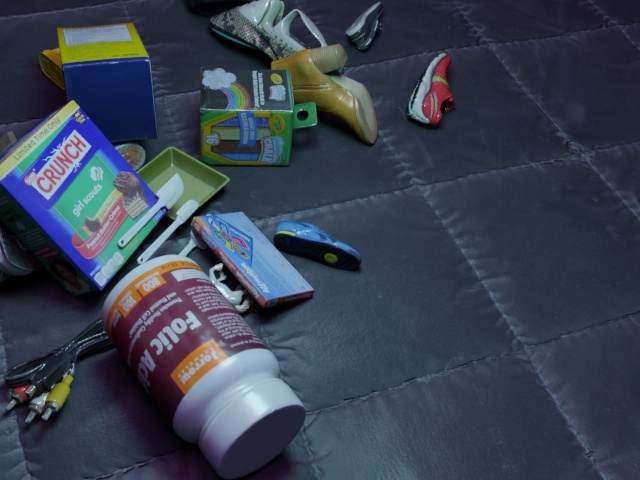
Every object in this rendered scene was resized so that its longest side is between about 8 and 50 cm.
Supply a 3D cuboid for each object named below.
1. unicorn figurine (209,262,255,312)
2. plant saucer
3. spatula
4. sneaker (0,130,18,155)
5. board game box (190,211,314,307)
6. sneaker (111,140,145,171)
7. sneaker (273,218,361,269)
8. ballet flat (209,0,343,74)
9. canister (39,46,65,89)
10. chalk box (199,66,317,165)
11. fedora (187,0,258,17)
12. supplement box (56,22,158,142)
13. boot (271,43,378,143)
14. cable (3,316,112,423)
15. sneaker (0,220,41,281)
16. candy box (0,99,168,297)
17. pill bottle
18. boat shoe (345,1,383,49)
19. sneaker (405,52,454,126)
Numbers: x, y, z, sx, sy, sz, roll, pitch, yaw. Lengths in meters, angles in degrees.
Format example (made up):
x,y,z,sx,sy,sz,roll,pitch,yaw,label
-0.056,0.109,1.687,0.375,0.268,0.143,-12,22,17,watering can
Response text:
x,y,z,sx,sy,sz,roll,pitch,yaw,label
-0.218,0.106,1.741,0.162,0.060,0.111,18,44,13,unicorn figurine
-0.342,-0.121,1.943,0.188,0.045,0.188,30,51,18,plant saucer
-0.328,-0.016,1.796,0.019,0.168,0.242,-13,30,39,spatula
-0.729,-0.184,1.949,0.071,0.066,0.188,-29,50,-10,sneaker
-0.150,0.037,1.802,0.145,0.027,0.281,-7,44,-46,board game box
-0.569,-0.171,1.930,0.302,0.108,0.121,-24,40,-24,sneaker
0.000,0.000,1.862,0.209,0.069,0.082,18,44,9,sneaker
-0.108,-0.567,2.288,0.483,0.182,0.164,40,31,26,ballet flat
-0.647,-0.485,2.217,0.126,0.073,0.170,39,53,25,canister
-0.155,-0.306,2.050,0.289,0.179,0.180,1,47,-8,chalk box
-0.286,-0.743,2.413,0.334,0.334,0.152,8,81,0,fedora
-0.519,-0.384,1.990,0.194,0.195,0.356,-8,30,-15,supplement box
0.009,-0.363,2.142,0.211,0.295,0.104,-11,31,31,boot
-0.496,0.239,1.605,0.139,0.072,0.287,10,32,24,cable
-0.748,-0.057,1.751,0.182,0.158,0.410,-35,59,6,sneaker
-0.513,-0.087,1.714,0.317,0.122,0.268,51,46,-22,candy box
-0.217,0.228,1.517,0.224,0.224,0.392,-27,56,-28,pill bottle
0.145,-0.649,2.487,0.079,0.084,0.233,47,39,-16,boat shoe
0.320,-0.409,2.280,0.118,0.107,0.279,30,52,-5,sneaker
